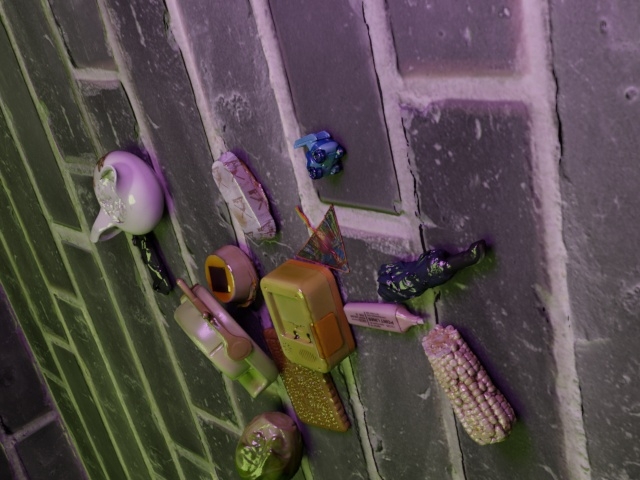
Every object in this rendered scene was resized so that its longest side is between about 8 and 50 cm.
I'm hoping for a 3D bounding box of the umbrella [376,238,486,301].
[{"bbox_3d":[0.171,0.051,1.221,0.248,0.071,0.070,-22,99,55],"label":"umbrella"}]

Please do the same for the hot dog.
[{"bbox_3d":[-0.147,-0.083,1.509,0.192,0.053,0.099,58,146,-5],"label":"hot dog"}]

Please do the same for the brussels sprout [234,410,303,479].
[{"bbox_3d":[-0.117,0.499,1.828,0.162,0.144,0.180,30,101,-7],"label":"brussels sprout"}]

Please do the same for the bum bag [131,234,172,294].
[{"bbox_3d":[-0.431,0.056,1.951,0.087,0.049,0.197,4,120,54],"label":"bum bag"}]

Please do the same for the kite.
[{"bbox_3d":[0.000,0.000,1.433,0.159,0.010,0.190,49,143,12],"label":"kite"}]

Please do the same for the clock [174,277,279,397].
[{"bbox_3d":[-0.223,0.198,1.663,0.235,0.096,0.308,43,170,36],"label":"clock"}]

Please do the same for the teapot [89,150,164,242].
[{"bbox_3d":[-0.458,-0.098,1.790,0.204,0.139,0.298,43,142,15],"label":"teapot"}]

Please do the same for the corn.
[{"bbox_3d":[0.242,0.238,1.264,0.210,0.087,0.087,58,145,-2],"label":"corn"}]

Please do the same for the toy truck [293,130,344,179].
[{"bbox_3d":[-0.007,-0.151,1.296,0.090,0.056,0.073,50,142,33],"label":"toy truck"}]

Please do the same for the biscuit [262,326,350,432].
[{"bbox_3d":[-0.034,0.309,1.692,0.172,0.029,0.254,-4,114,50],"label":"biscuit"}]

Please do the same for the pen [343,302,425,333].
[{"bbox_3d":[0.116,0.138,1.382,0.197,0.032,0.053,-2,114,52],"label":"pen"}]

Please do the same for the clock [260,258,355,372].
[{"bbox_3d":[-0.023,0.146,1.498,0.143,0.096,0.202,9,124,44],"label":"clock"}]

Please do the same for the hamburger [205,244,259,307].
[{"bbox_3d":[-0.186,0.078,1.652,0.126,0.082,0.141,-26,83,53],"label":"hamburger"}]
